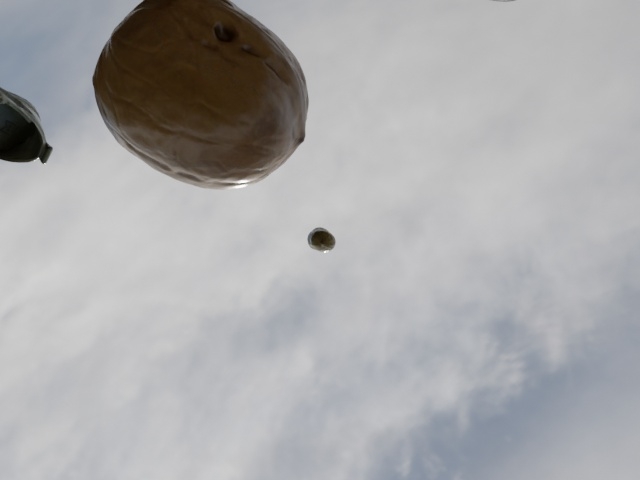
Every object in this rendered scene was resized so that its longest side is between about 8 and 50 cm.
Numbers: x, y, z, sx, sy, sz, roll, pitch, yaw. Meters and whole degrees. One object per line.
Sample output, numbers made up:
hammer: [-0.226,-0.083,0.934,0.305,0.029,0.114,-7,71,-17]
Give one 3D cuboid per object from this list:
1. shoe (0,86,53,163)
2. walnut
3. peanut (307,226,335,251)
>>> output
shoe: [-0.457,-0.173,1.349,0.098,0.275,0.103,37,-83,43]
walnut: [-0.115,-0.151,1.071,0.195,0.221,0.195,-60,176,-7]
peanut: [0.000,0.000,1.543,0.037,0.037,0.083,-37,-165,-2]
